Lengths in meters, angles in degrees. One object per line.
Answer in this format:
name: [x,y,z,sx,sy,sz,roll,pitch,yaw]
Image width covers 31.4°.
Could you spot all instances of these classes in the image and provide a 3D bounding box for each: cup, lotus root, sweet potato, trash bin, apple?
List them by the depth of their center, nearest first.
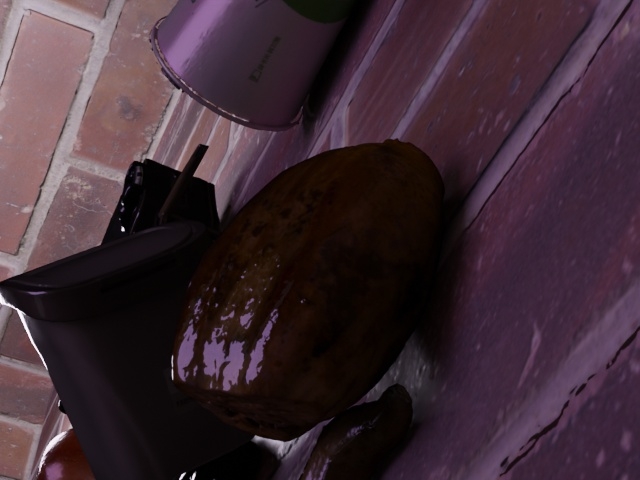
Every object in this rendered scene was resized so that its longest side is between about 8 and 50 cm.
sweet potato: [0.013,0.214,0.950,0.233,0.062,0.081,-64,30,10]
lotus root: [0.005,0.040,0.976,0.291,0.193,0.193,-58,9,-25]
trash bin: [-0.202,0.126,1.247,0.219,0.220,0.250,-8,102,65]
cup: [-0.071,-0.330,1.585,0.274,0.253,0.253,-54,22,31]
apple: [-0.392,0.415,1.898,0.210,0.173,0.235,-106,36,-65]

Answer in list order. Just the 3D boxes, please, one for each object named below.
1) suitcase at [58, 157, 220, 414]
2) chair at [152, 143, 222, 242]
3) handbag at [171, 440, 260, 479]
suitcase: [-0.310,0.082,1.972,0.283,0.194,0.434,-109,40,-66]
chair: [-0.143,0.037,1.478,0.272,0.188,0.166,-54,21,39]
handbag: [-0.166,0.338,1.383,0.244,0.088,0.275,-69,14,-9]
